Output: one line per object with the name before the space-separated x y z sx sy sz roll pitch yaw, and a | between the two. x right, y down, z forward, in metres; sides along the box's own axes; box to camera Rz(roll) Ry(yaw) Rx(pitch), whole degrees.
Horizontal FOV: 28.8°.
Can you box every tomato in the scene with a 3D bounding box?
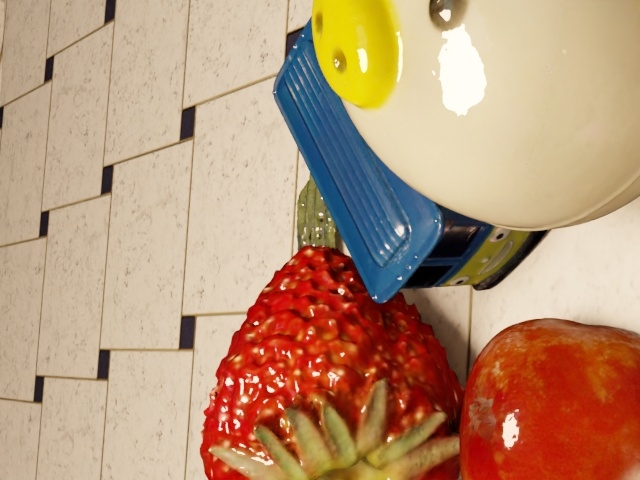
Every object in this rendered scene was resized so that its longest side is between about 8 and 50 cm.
tomato | 0.189 0.162 1.083 0.233 0.140 0.200 3 80 60

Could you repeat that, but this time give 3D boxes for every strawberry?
strawberry | 0.006 0.171 1.300 0.343 0.292 0.292 -100 29 -66

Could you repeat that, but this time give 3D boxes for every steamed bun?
steamed bun | 0.164 -0.186 1.038 0.334 0.334 0.374 -60 44 34

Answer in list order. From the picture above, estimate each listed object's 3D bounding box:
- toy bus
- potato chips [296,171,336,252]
toy bus | 0.087 -0.091 1.251 0.138 0.175 0.287 -54 51 43
potato chips | 0.001 0.000 1.544 0.092 0.028 0.207 -36 52 52
